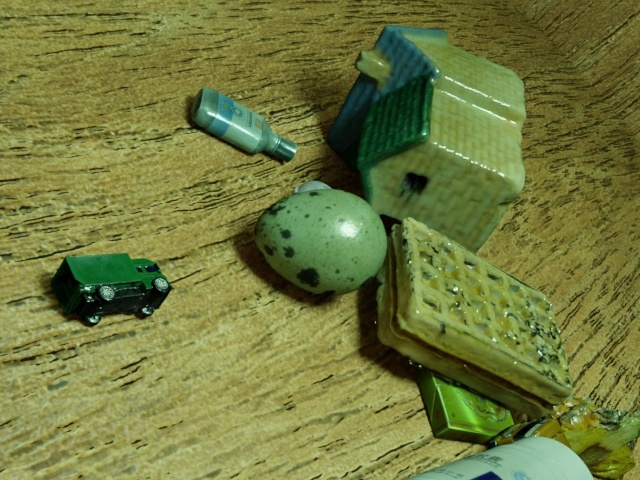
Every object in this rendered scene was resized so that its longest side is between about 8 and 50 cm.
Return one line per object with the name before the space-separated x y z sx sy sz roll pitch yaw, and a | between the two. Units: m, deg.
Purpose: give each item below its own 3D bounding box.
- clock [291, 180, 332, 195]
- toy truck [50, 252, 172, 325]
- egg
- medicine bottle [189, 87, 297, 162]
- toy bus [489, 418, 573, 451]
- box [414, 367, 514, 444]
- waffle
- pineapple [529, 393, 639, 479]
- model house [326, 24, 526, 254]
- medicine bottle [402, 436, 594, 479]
clock | 0.026 -0.043 1.646 0.176 0.080 0.117 40 21 1
toy truck | -0.282 0.065 1.238 0.147 0.065 0.079 -3 52 -45
egg | 0.000 0.000 1.494 0.228 0.177 0.177 10 46 -23
medicine bottle | -0.140 -0.208 1.676 0.208 0.054 0.090 26 39 -24
toy bus | 0.374 0.396 1.484 0.098 0.114 0.201 -16 78 -49
box | 0.234 0.213 1.617 0.173 0.043 0.311 16 43 -34
waffle | 0.266 0.136 1.599 0.376 0.114 0.261 27 35 -23
pineapple | 0.503 0.325 1.674 0.250 0.164 0.140 22 32 -23
model house | 0.184 -0.184 1.759 0.343 0.334 0.382 23 35 -10
medicine bottle | 0.247 0.402 1.301 0.332 0.190 0.190 -2 55 -46
